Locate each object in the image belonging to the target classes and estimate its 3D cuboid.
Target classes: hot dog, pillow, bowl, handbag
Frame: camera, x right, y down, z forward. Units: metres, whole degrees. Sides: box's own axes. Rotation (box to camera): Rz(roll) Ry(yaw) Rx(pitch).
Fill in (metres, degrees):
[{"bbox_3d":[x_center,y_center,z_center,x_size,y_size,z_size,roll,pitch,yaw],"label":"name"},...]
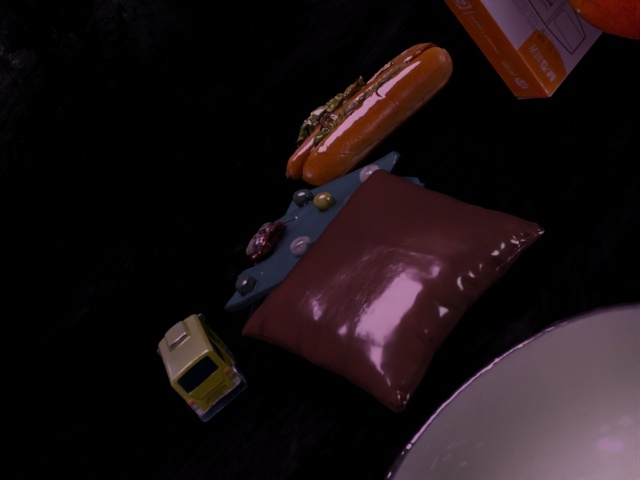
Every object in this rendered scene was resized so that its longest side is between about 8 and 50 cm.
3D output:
[{"bbox_3d":[0.074,-0.212,2.288,0.337,0.100,0.135,-41,23,-1],"label":"hot dog"},{"bbox_3d":[0.084,0.051,1.750,0.305,0.108,0.308,23,65,47],"label":"pillow"},{"bbox_3d":[0.225,0.238,1.108,0.354,0.185,0.354,-34,22,16],"label":"bowl"},{"bbox_3d":[-0.001,-0.004,2.030,0.274,0.100,0.269,-17,34,44],"label":"handbag"}]

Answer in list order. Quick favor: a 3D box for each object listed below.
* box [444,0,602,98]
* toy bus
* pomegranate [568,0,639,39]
[{"bbox_3d":[0.301,-0.374,2.005,0.221,0.274,0.091,-51,27,-17],"label":"box"},{"bbox_3d":[-0.173,0.178,1.975,0.088,0.101,0.175,-41,21,0],"label":"toy bus"},{"bbox_3d":[0.423,-0.390,1.884,0.256,0.221,0.221,26,65,32],"label":"pomegranate"}]
